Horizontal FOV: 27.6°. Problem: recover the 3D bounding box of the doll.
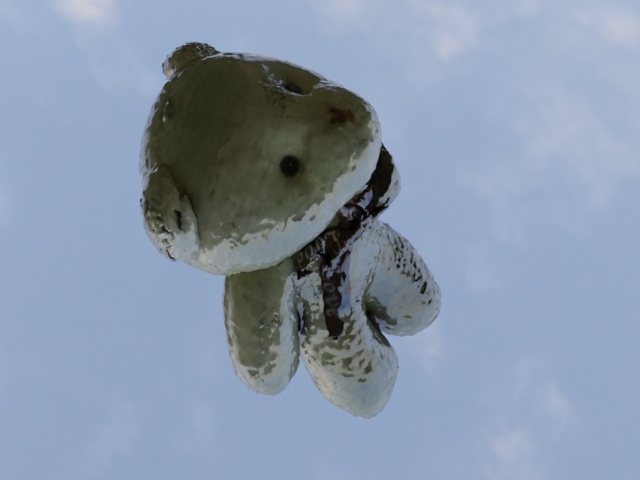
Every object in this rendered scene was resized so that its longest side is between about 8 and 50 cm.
[{"bbox_3d":[0.002,-0.004,0.850,0.149,0.278,0.175,-22,-138,21],"label":"doll"}]
